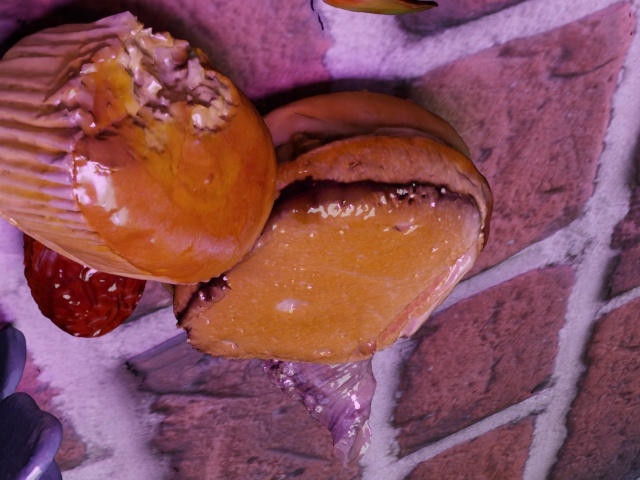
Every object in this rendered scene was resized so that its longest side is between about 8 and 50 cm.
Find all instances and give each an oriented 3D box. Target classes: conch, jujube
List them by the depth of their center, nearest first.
[{"bbox_3d":[-0.206,0.022,1.221,0.112,0.109,0.176,1,147,-8],"label":"jujube"},{"bbox_3d":[0.017,0.132,1.539,0.163,0.245,0.178,-7,-172,34],"label":"conch"}]

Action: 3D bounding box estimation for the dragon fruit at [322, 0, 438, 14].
[{"bbox_3d":[0.031,-0.256,0.900,0.227,0.224,0.224,-4,143,-42],"label":"dragon fruit"}]

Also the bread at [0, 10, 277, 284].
[{"bbox_3d":[-0.139,-0.065,1.065,0.250,0.133,0.179,39,70,-52],"label":"bread"}]

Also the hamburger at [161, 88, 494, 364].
[{"bbox_3d":[0.000,-0.004,1.297,0.284,0.174,0.304,4,138,-42],"label":"hamburger"}]

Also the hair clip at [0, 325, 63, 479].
[{"bbox_3d":[-0.318,0.288,1.267,0.392,0.318,0.238,-38,116,8],"label":"hair clip"}]
